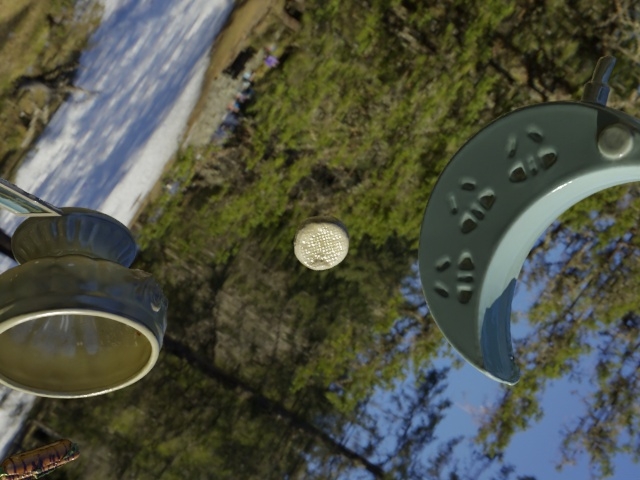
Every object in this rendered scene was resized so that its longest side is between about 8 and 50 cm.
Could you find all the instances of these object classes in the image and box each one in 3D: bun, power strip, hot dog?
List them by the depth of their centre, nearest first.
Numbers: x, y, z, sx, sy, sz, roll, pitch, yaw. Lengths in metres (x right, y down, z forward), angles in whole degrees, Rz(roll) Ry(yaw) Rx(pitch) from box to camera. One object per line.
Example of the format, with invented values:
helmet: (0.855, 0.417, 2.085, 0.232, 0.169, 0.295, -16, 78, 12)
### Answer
power strip: (0.169, -0.024, 0.567, 0.054, 0.167, 0.253, 7, 122, -47)
hot dog: (-0.369, 0.293, 0.937, 0.122, 0.037, 0.049, -5, 136, -55)
bun: (0.000, 0.000, 1.041, 0.086, 0.086, 0.055, -56, -158, 12)

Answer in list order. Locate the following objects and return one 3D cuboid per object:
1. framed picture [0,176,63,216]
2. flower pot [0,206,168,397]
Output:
framed picture: (-0.405, -0.065, 0.873, 0.109, 0.149, 0.011, 0, -114, 40)
flower pot: (-0.415, 0.096, 1.213, 0.307, 0.307, 0.244, -52, -141, 41)
